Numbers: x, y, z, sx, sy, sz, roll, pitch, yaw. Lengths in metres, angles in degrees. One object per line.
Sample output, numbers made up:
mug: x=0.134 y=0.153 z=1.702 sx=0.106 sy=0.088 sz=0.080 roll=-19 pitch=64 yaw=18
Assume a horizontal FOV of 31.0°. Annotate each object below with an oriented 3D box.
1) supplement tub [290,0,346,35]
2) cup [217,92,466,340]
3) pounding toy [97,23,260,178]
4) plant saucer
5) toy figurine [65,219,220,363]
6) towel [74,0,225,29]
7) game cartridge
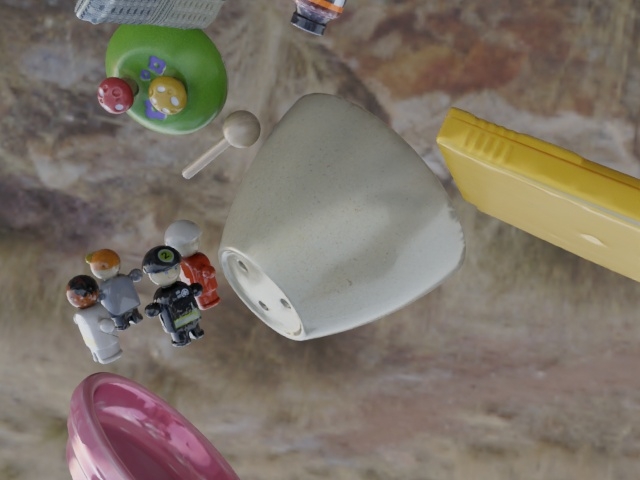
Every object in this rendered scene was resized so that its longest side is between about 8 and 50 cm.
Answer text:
supplement tub: x=0.010 y=-0.497 z=2.216 sx=0.106 sy=0.198 sz=0.106 roll=21 pitch=-167 yaw=-5
cup: x=0.000 y=0.000 z=1.594 sx=0.331 sy=0.237 sz=0.331 roll=38 pitch=157 yaw=19
pounding toy: x=-0.214 y=-0.189 z=1.585 sx=0.183 sy=0.110 sz=0.237 roll=-28 pitch=107 yaw=34
plant saucer: x=-0.207 y=0.315 z=1.484 sx=0.332 sy=0.084 sz=0.332 roll=46 pitch=-174 yaw=-7
toy figurine: x=-0.268 y=0.071 z=1.736 sx=0.209 sy=0.148 sz=0.213 roll=-13 pitch=-163 yaw=13
towel: x=-0.132 y=-0.378 z=1.305 sx=0.056 sy=0.312 sz=0.324 roll=35 pitch=-164 yaw=9
game cartridge: x=0.286 y=-0.023 z=1.171 sx=0.323 sy=0.053 sz=0.285 roll=26 pitch=176 yaw=16
